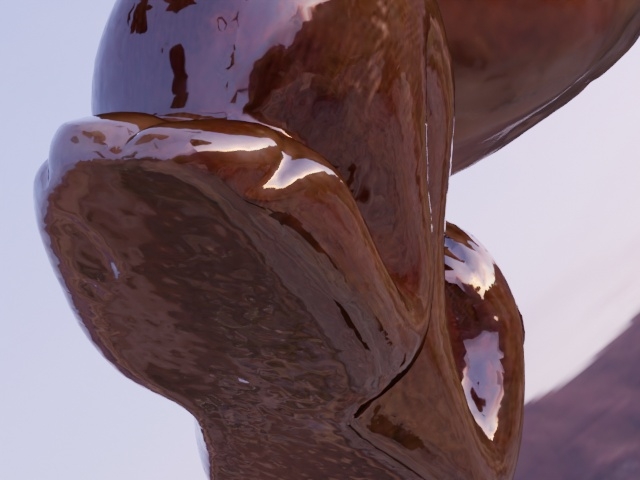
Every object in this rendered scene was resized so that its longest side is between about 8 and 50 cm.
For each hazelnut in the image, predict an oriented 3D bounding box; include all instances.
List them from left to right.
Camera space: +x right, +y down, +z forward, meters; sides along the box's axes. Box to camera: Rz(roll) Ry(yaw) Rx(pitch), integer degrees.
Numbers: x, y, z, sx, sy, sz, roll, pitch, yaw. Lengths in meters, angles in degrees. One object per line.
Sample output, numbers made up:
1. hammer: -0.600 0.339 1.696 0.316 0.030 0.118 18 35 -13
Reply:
1. hazelnut: 0.045 -0.123 0.696 0.217 0.217 0.251 -46 0 28

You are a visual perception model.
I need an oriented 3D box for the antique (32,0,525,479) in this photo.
1. antique: 0.000 0.000 0.527 0.257 0.121 0.143 63 -143 -47
